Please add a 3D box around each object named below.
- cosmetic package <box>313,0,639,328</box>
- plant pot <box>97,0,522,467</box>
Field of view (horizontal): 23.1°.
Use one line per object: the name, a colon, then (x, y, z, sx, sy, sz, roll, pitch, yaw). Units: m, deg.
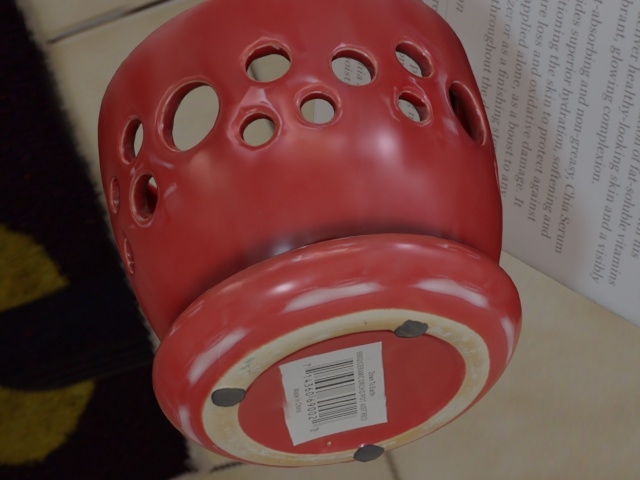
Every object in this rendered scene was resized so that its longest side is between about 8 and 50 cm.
cosmetic package: (0.208, -0.090, 0.918, 0.453, 0.161, 0.230, 32, 134, 35)
plant pot: (0.000, 0.000, 0.739, 0.191, 0.191, 0.174, -30, 54, 19)
